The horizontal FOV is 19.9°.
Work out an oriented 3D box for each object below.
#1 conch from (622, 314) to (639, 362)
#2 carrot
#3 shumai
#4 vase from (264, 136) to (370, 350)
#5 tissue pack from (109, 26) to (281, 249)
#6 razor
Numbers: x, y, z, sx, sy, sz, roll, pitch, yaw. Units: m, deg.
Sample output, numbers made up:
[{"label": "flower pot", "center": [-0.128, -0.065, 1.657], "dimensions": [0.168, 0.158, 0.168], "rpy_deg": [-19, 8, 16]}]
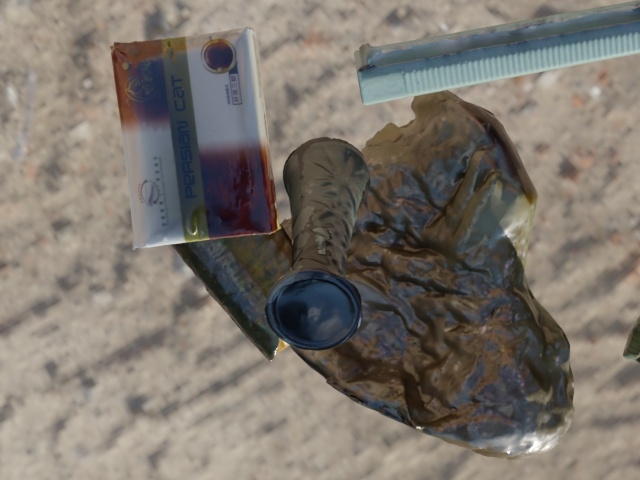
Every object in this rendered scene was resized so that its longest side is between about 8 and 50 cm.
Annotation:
[{"label": "conch", "center": [0.409, -0.003, 1.730], "dimensions": [0.169, 0.203, 0.386], "rpy_deg": [-31, 154, -25]}, {"label": "carrot", "center": [-0.062, 0.009, 1.424], "dimensions": [0.082, 0.082, 0.173], "rpy_deg": [-40, 97, 3]}, {"label": "shumai", "center": [0.115, 0.016, 1.671], "dimensions": [0.217, 0.346, 0.283], "rpy_deg": [13, 104, -55]}, {"label": "vase", "center": [0.000, 0.000, 1.109], "dimensions": [0.059, 0.167, 0.059], "rpy_deg": [1, 120, 3]}, {"label": "tissue pack", "center": [-0.090, -0.074, 1.324], "dimensions": [0.106, 0.099, 0.149], "rpy_deg": [-7, 93, 2]}, {"label": "razor", "center": [0.157, -0.127, 1.099], "dimensions": [0.277, 0.111, 0.056], "rpy_deg": [-16, 130, 7]}]
